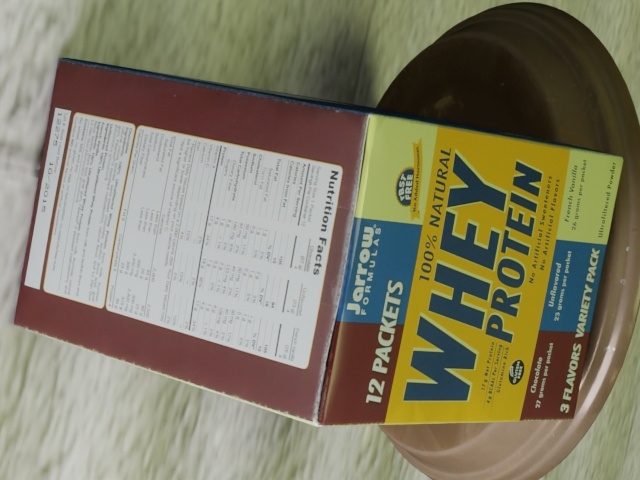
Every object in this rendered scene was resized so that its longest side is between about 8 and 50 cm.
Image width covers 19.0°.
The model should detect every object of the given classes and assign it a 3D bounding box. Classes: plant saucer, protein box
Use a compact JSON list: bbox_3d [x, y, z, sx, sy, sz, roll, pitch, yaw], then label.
[{"bbox_3d":[0.082,0.002,1.067,0.041,0.278,0.278,7,95,-30],"label":"plant saucer"},{"bbox_3d":[0.000,0.000,0.929,0.200,0.201,0.136,5,97,-49],"label":"protein box"}]
